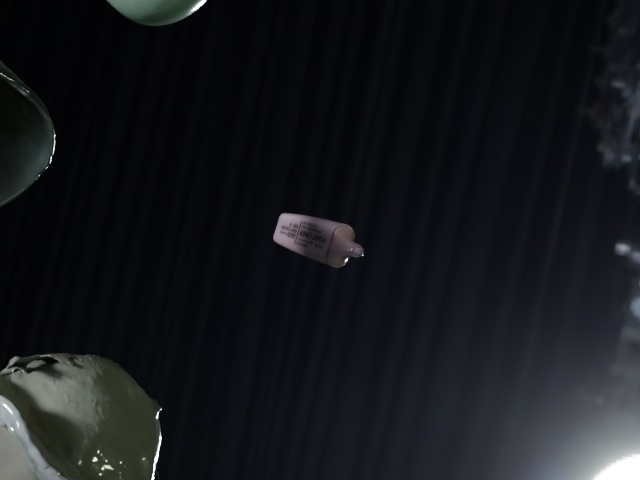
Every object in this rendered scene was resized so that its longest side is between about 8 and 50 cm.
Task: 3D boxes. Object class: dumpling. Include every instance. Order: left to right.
[{"bbox_3d":[-0.236,0.215,1.323,0.163,0.204,0.293,-18,-22,12],"label":"dumpling"}]

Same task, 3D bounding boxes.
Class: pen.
[{"bbox_3d":[0.000,0.000,1.699,0.032,0.053,0.197,18,-2,-31],"label":"pen"}]

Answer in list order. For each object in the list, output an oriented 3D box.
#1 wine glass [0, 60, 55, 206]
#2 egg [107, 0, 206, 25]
[{"bbox_3d":[-0.391,-0.248,1.302,0.267,0.406,0.267,-8,-30,-5],"label":"wine glass"},{"bbox_3d":[-0.208,-0.420,1.820,0.203,0.282,0.203,10,13,-2],"label":"egg"}]
